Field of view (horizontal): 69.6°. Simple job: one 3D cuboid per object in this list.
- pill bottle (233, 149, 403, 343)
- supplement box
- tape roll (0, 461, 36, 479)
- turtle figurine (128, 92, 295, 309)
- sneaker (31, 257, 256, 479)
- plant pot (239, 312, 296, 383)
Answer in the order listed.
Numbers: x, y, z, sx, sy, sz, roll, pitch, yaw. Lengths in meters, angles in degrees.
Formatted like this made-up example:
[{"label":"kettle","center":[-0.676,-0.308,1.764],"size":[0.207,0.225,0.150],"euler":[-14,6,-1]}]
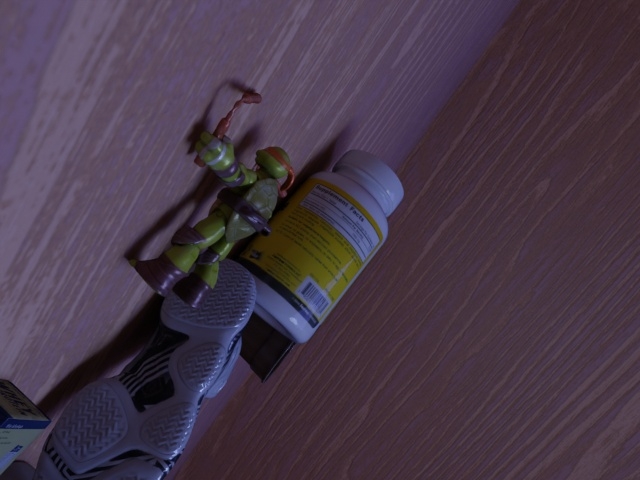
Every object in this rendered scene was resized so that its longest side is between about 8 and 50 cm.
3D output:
[{"label":"pill bottle","center":[0.000,0.000,0.832],"size":[0.334,0.187,0.188],"euler":[-50,172,-18]},{"label":"supplement box","center":[-0.283,0.160,0.369],"size":[0.083,0.056,0.083],"euler":[-49,172,-22]},{"label":"tape roll","center":[-0.452,0.416,0.469],"size":[0.392,0.072,0.392],"euler":[-51,171,-11]},{"label":"turtle figurine","center":[-0.096,-0.026,0.522],"size":[0.217,0.087,0.269],"euler":[-52,172,-7]},{"label":"sneaker","center":[-0.210,0.209,0.625],"size":[0.366,0.137,0.210],"euler":[-60,176,-30]},{"label":"plant pot","center":[-0.126,0.173,0.948],"size":[0.167,0.165,0.167],"euler":[-50,172,-10]}]
